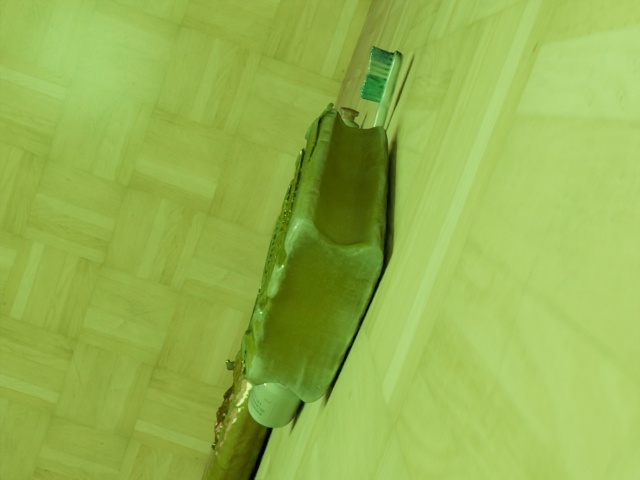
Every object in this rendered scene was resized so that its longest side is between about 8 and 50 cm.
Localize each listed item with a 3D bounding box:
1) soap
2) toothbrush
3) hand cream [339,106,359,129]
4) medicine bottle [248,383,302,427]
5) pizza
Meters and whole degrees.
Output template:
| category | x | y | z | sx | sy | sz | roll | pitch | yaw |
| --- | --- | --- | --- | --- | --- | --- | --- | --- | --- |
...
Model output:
| category | x | y | z | sx | sy | sz | roll | pitch | yaw |
| --- | --- | --- | --- | --- | --- | --- | --- | --- | --- |
| soap | 0.000 | 0.000 | 0.845 | 0.274 | 0.089 | 0.173 | -79 | 11 | -62 |
| toothbrush | 0.022 | -0.021 | 1.072 | 0.042 | 0.040 | 0.418 | -91 | 17 | -74 |
| hand cream | 0.019 | -0.106 | 1.427 | 0.067 | 0.043 | 0.209 | -83 | 8 | -70 |
| medicine bottle | -0.040 | 0.148 | 0.927 | 0.052 | 0.052 | 0.089 | -75 | 7 | -48 |
| pizza | -0.096 | 0.208 | 1.222 | 0.182 | 0.074 | 0.365 | -172 | 102 | -77 |
